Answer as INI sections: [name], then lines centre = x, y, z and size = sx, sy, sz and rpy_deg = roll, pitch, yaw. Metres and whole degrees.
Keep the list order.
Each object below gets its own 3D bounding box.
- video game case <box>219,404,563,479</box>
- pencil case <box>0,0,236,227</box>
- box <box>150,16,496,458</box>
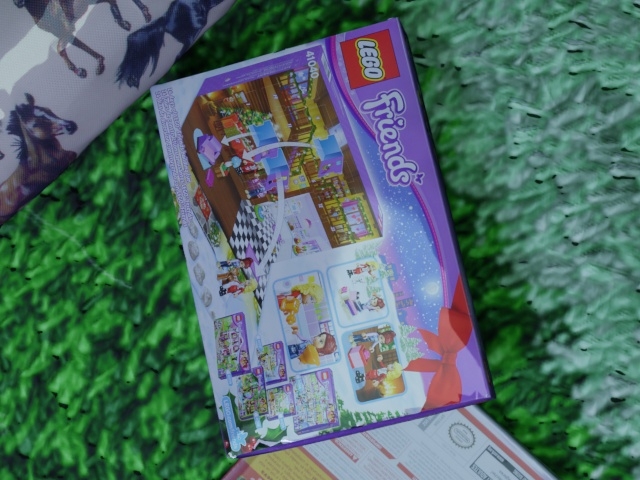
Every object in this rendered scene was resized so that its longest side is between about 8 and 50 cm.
[video game case]
centre = 0.022, 0.227, 1.049
size = 0.204, 0.025, 0.285
rpy_deg = 42, 96, 7
[pencil case]
centre = -0.180, -0.188, 1.017
size = 0.410, 0.160, 0.183
rpy_deg = -44, 57, 6
[box]
centre = 0.000, 0.000, 1.021
size = 0.200, 0.057, 0.293
rpy_deg = -14, 80, 10
